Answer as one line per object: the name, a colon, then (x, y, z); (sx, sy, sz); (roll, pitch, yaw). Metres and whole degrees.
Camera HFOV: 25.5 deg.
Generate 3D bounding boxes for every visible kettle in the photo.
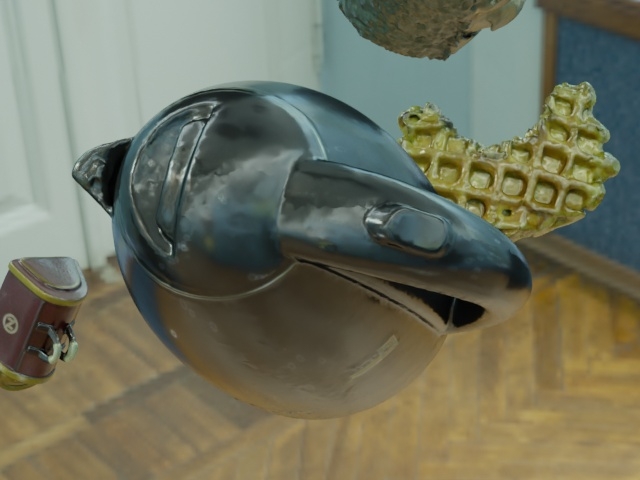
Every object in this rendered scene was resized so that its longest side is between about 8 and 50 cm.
kettle: (0.000, 0.000, 0.875); (0.268, 0.207, 0.290); (12, -11, 13)

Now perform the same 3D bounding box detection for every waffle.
waffle: (0.165, -0.074, 1.253); (0.194, 0.149, 0.051); (-20, -11, -5)

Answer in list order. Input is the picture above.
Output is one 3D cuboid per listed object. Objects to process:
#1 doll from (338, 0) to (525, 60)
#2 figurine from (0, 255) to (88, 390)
doll: (0.142, -0.324, 1.493); (0.247, 0.349, 0.247); (8, 62, -16)
figurine: (-0.293, 0.101, 1.488); (0.082, 0.154, 0.098); (-4, 38, -47)
